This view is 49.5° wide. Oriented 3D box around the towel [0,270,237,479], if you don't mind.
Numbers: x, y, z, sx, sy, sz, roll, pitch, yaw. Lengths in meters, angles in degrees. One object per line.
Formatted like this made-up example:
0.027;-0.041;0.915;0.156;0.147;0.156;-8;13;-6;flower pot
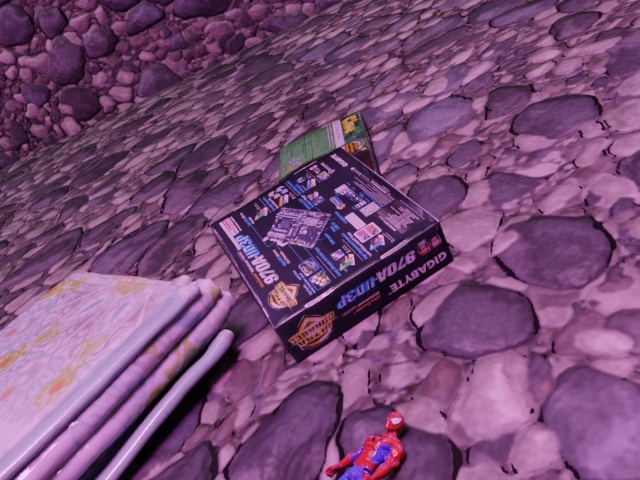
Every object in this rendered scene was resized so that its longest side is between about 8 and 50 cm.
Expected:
-0.285;0.171;0.675;0.321;0.090;0.374;-2;37;49;towel

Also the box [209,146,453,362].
0.000;0.000;0.697;0.175;0.051;0.220;-33;34;-8;box

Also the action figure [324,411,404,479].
0.022;0.157;0.453;0.038;0.030;0.115;-5;33;49;action figure

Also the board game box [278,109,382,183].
0.008;-0.095;0.919;0.136;0.030;0.259;-26;26;12;board game box
